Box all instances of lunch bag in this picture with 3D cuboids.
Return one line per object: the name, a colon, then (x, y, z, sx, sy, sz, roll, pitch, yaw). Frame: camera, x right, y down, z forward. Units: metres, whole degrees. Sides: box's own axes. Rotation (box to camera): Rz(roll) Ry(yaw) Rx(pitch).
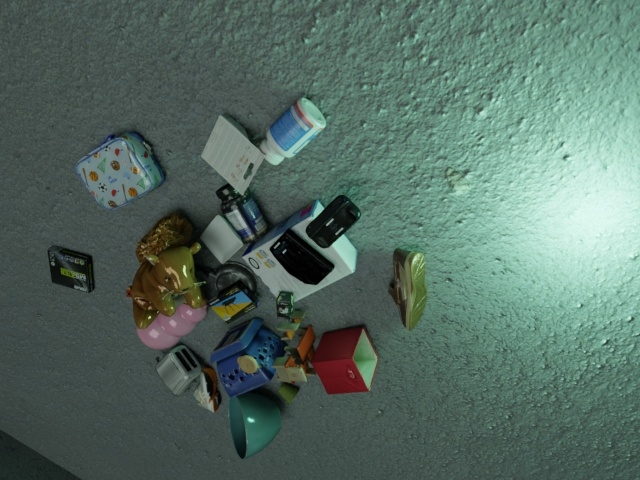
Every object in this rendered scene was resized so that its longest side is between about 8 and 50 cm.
lunch bag: (-0.748, -0.263, 1.720, 0.303, 0.115, 0.243, -21, 109, 23)

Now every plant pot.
plant pot: (-0.314, 0.484, 1.956, 0.236, 0.236, 0.212, -28, 103, 25)
plant pot: (-0.153, 0.701, 2.124, 0.079, 0.083, 0.083, 37, 120, 5)
plant pot: (-0.296, 0.838, 2.139, 0.195, 0.290, 0.290, -4, 124, -27)

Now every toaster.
toaster: (-0.659, 0.590, 2.134, 0.227, 0.129, 0.146, 50, 115, 13)

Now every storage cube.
storage cube: (0.103, 0.490, 1.876, 0.193, 0.215, 0.184, -14, 114, 26)

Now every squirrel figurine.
squirrel figurine: (-0.580, 0.087, 1.723, 0.397, 0.281, 0.370, 70, 153, 18)

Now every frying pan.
frying pan: (-0.405, 0.138, 1.896, 0.326, 0.053, 0.197, 41, 119, -14)

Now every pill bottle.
pill bottle: (-0.290, -0.106, 1.692, 0.122, 0.123, 0.219, -20, 111, 22)
pill bottle: (-0.100, -0.353, 1.516, 0.221, 0.124, 0.124, -37, 105, 26)

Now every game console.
game console: (0.000, 0.000, 1.561, 0.213, 0.044, 0.361, 40, 119, -12)

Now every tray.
tray: (-0.374, -0.004, 1.752, 0.145, 0.030, 0.270, 51, 147, -4)

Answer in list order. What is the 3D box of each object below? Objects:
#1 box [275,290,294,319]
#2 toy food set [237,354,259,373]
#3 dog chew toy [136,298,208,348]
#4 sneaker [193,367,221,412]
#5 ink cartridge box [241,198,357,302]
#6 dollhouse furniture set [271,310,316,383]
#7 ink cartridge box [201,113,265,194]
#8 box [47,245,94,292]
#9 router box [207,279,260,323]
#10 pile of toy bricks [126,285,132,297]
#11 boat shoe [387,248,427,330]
box: (-0.131, 0.241, 1.708, 0.052, 0.062, 0.083, 5, 121, 10)
toy food set: (-0.285, 0.490, 1.817, 0.083, 0.020, 0.083, -24, 99, 21)
dog chew toy: (-0.621, 0.328, 1.964, 0.331, 0.206, 0.207, -29, 108, 16)
sneaker: (-0.565, 0.719, 2.214, 0.121, 0.099, 0.262, 5, 118, 15)
ink cartridge box: (-0.100, 0.067, 1.725, 0.395, 0.151, 0.270, -30, 108, 23)
dollhouse furniture set: (-0.078, 0.454, 1.866, 0.135, 0.259, 0.262, -5, 119, 26)
ink cartridge box: (-0.295, -0.296, 1.592, 0.224, 0.056, 0.181, 42, 120, 11)
box: (-1.111, 0.130, 2.050, 0.190, 0.045, 0.184, 15, 118, 5)
router box: (-0.358, 0.256, 1.897, 0.179, 0.046, 0.133, -31, 111, 26)
pile of toy bricks: (-0.735, 0.187, 1.973, 0.212, 0.118, 0.105, -6, 84, 25)
boat shoe: (0.318, 0.181, 1.729, 0.123, 0.123, 0.342, 19, 131, 37)
